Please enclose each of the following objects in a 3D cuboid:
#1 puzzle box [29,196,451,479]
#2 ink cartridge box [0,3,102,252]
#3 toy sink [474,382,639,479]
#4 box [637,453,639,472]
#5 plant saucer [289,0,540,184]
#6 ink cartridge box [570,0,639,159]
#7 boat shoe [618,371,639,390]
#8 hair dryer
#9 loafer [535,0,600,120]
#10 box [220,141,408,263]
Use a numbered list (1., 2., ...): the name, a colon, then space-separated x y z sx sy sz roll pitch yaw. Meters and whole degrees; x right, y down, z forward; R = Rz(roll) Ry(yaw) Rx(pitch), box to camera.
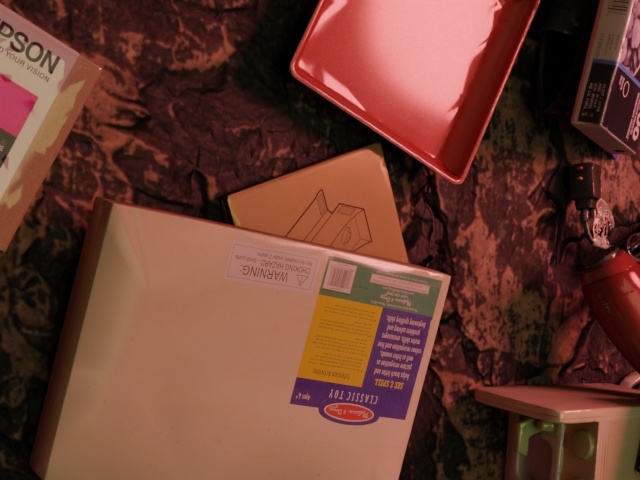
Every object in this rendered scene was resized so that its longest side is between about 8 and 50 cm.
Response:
1. puzzle box: -0.067 0.127 1.223 0.409 0.052 0.272 13 93 -32
2. ink cartridge box: -0.337 -0.126 1.031 0.235 0.088 0.193 31 78 -29
3. toy sink: 0.311 0.248 1.429 0.234 0.153 0.131 3 92 -33
4. box: 0.443 0.213 1.378 0.126 0.072 0.137 13 86 -33
5. plant saucer: 0.101 -0.231 1.325 0.259 0.048 0.258 30 78 -29
6. ink cartridge box: 0.370 -0.212 1.442 0.208 0.045 0.206 17 86 -62
7. boat shoe: 0.492 0.300 1.582 0.109 0.091 0.305 -45 115 -22
8. hair dryer: 0.408 0.046 1.473 0.224 0.080 0.293 14 66 -31
9. loafer: 0.299 -0.255 1.429 0.078 0.076 0.223 0 97 -42
10. box: 0.000 0.000 1.292 0.201 0.021 0.164 -22 105 -30
